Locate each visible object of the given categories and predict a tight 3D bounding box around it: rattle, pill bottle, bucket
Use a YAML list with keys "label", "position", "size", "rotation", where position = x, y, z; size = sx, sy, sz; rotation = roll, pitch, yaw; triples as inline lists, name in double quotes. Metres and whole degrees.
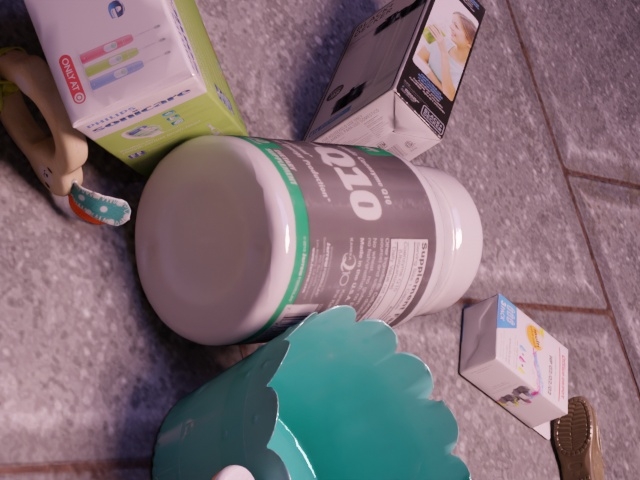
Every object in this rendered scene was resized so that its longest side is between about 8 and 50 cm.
- label: "rattle"
  position: [-0.276, -0.065, 1.359]
  size: [0.143, 0.130, 0.200]
  rotation: [-47, 132, -42]
- label: "pill bottle"
  position: [0.000, 0.000, 1.536]
  size: [0.361, 0.204, 0.204]
  rotation: [0, 67, -51]
- label: "bucket"
  position: [-0.010, 0.220, 1.394]
  size: [0.281, 0.183, 0.281]
  rotation: [29, 47, -37]

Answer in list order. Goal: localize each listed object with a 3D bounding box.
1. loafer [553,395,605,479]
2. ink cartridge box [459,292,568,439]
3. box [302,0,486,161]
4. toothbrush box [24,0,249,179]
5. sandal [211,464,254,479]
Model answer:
- label: "loafer"
  position: [0.333, 0.274, 1.893]
  size: [0.050, 0.056, 0.148]
  rotation: [26, 61, -55]
- label: "ink cartridge box"
  position: [0.257, 0.161, 1.864]
  size: [0.181, 0.061, 0.104]
  rotation: [38, 42, -30]
- label: "box"
  position: [0.091, -0.197, 1.814]
  size: [0.087, 0.169, 0.290]
  rotation: [44, 40, -19]
- label: "toothbrush box"
  position: [-0.179, -0.192, 1.408]
  size: [0.283, 0.122, 0.206]
  rotation: [50, 17, -81]
- label: "sandal"
  position: [-0.101, 0.309, 1.270]
  size: [0.102, 0.076, 0.265]
  rotation: [-22, 119, -58]
